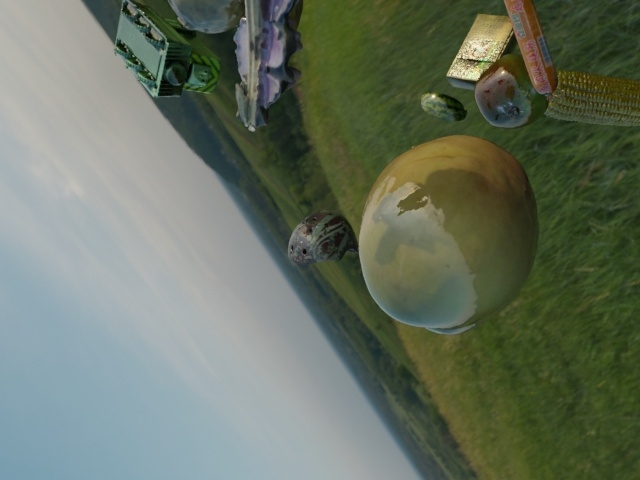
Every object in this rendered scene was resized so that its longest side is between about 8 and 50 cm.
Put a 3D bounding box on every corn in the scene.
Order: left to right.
[{"bbox_3d":[0.746,-0.368,1.633,0.131,0.345,0.131,-175,90,-87],"label":"corn"}]

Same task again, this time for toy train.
[{"bbox_3d":[-0.343,-0.428,1.399,0.330,0.178,0.138,47,126,41],"label":"toy train"}]

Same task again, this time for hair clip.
[{"bbox_3d":[-0.062,-0.261,0.682,0.106,0.085,0.292,26,125,33],"label":"hair clip"}]

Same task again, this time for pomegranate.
[{"bbox_3d":[0.460,-0.369,1.503,0.180,0.180,0.209,59,-149,-33],"label":"pomegranate"}]

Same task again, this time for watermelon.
[{"bbox_3d":[0.398,-0.438,2.007,0.163,0.087,0.069,21,132,8],"label":"watermelon"}]

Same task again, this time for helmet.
[{"bbox_3d":[0.004,-0.016,1.530,0.153,0.177,0.107,17,117,42],"label":"helmet"}]

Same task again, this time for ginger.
[{"bbox_3d":[-0.211,-0.432,0.984,0.375,0.176,0.256,25,-170,2],"label":"ginger"}]

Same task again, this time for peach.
[{"bbox_3d":[0.190,-0.006,0.897,0.247,0.292,0.292,36,163,42],"label":"peach"}]

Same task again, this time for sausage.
[{"bbox_3d":[0.408,-0.445,1.249,0.347,0.053,0.053,66,173,-13],"label":"sausage"}]

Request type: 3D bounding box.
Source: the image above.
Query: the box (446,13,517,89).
[{"bbox_3d":[0.523,-0.592,1.971,0.159,0.240,0.071,24,174,39],"label":"box"}]
